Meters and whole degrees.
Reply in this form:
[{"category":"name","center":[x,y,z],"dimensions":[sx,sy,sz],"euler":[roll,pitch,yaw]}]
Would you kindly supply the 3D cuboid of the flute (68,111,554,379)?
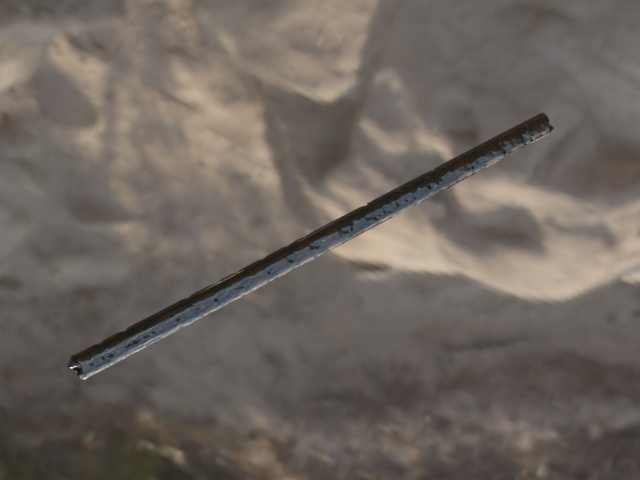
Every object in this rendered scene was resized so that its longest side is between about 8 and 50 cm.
[{"category":"flute","center":[0.000,0.000,0.782],"dimensions":[0.014,0.269,0.014],"euler":[55,164,25]}]
